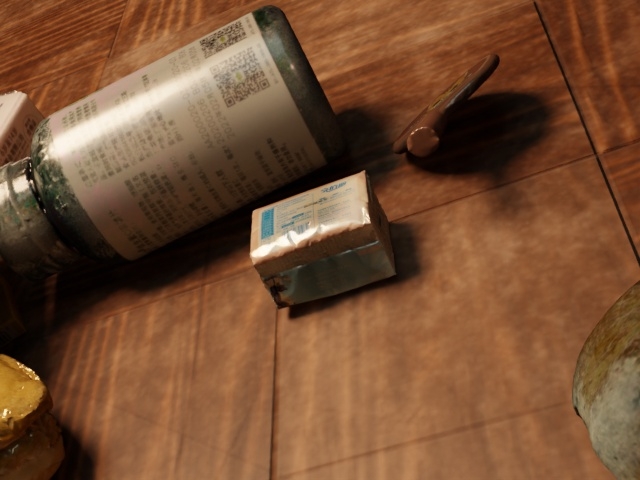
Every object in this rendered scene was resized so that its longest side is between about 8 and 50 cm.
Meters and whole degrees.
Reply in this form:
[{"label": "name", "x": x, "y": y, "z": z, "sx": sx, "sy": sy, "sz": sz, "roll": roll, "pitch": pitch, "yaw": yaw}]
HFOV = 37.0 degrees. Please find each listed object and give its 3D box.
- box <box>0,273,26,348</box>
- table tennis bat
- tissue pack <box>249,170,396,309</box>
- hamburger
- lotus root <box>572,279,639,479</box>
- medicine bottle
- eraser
[{"label": "box", "x": -0.334, "y": 0.096, "z": 0.832, "sx": 0.155, "sy": 0.023, "sz": 0.087, "roll": -34, "pitch": 39, "yaw": -7}, {"label": "table tennis bat", "x": 0.125, "y": -0.061, "z": 0.728, "sx": 0.107, "sy": 0.119, "sz": 0.170, "roll": -42, "pitch": 5, "yaw": 26}, {"label": "tissue pack", "x": 0.000, "y": 0.000, "z": 0.693, "sx": 0.094, "sy": 0.058, "sz": 0.074, "roll": -19, "pitch": 35, "yaw": 13}, {"label": "hamburger", "x": -0.255, "y": 0.137, "z": 0.656, "sx": 0.138, "sy": 0.083, "sz": 0.147, "roll": -18, "pitch": 21, "yaw": -35}, {"label": "lotus root", "x": 0.265, "y": 0.034, "z": 0.410, "sx": 0.322, "sy": 0.140, "sz": 0.158, "roll": -25, "pitch": 36, "yaw": 1}, {"label": "medicine bottle", "x": -0.135, "y": -0.072, "z": 0.799, "sx": 0.293, "sy": 0.141, "sz": 0.141, "roll": -26, "pitch": 36, "yaw": 3}, {"label": "eraser", "x": -0.383, "y": -0.064, "z": 1.019, "sx": 0.125, "sy": 0.068, "sz": 0.210, "roll": -12, "pitch": 40, "yaw": 19}]
